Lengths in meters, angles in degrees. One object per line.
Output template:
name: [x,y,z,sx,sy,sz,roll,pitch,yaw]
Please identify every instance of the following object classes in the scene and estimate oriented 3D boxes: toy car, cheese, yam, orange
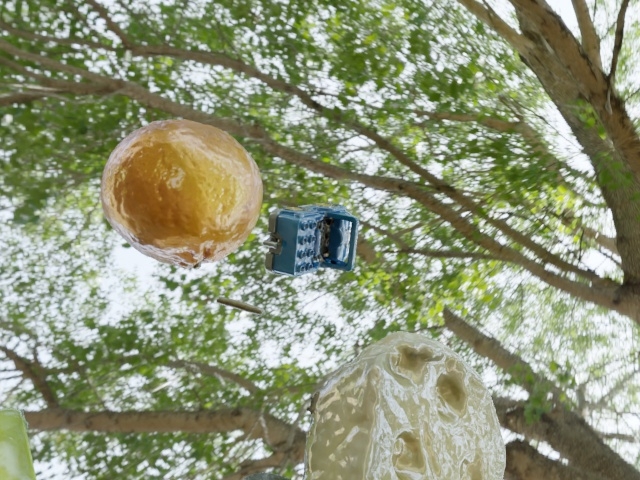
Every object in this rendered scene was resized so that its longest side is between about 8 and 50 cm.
toy car: [0.000,0.000,1.011,0.100,0.191,0.097,13,-76,30]
cheese: [0.103,0.280,0.834,0.115,0.326,0.317,-13,-89,43]
yam: [-0.187,0.151,1.566,0.116,0.021,0.021,13,-78,14]
orange: [-0.151,-0.050,0.742,0.178,0.177,0.155,-1,-118,24]

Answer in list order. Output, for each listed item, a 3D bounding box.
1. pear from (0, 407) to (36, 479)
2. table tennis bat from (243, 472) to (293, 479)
pear: [-0.528,0.435,0.912,0.238,0.318,0.342,-6,-86,66]
table tennis bat: [-0.061,0.617,1.611,0.274,0.154,0.021,14,-85,25]
